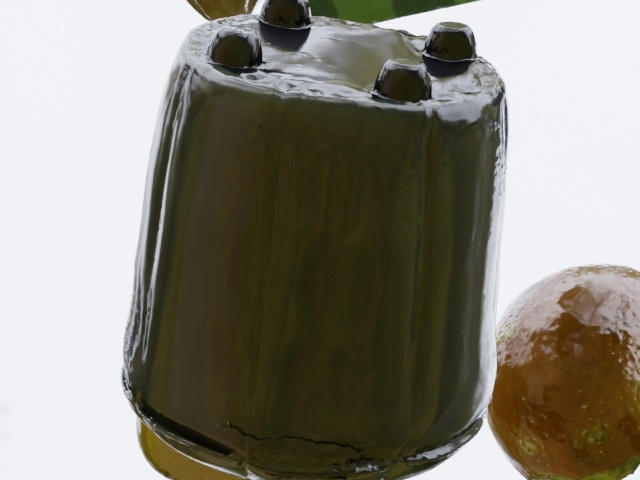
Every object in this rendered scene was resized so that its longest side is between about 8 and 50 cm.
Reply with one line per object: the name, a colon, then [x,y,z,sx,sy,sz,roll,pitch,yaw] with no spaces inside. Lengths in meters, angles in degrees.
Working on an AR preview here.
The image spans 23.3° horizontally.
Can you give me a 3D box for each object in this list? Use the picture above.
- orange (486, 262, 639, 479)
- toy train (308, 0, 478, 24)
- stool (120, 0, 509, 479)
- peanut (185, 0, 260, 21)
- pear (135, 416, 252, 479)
orange: [0.240,0.112,1.456,0.179,0.237,0.158,-21,-66,44]
toy train: [0.068,-0.285,1.240,0.299,0.166,0.238,-10,-18,4]
stool: [0.000,0.000,0.381,0.096,0.096,0.110,9,-70,7]
peanut: [-0.078,-0.246,1.077,0.086,0.227,0.104,-21,-16,27]
pear: [-0.086,0.167,1.466,0.178,0.267,0.267,-31,-56,13]
